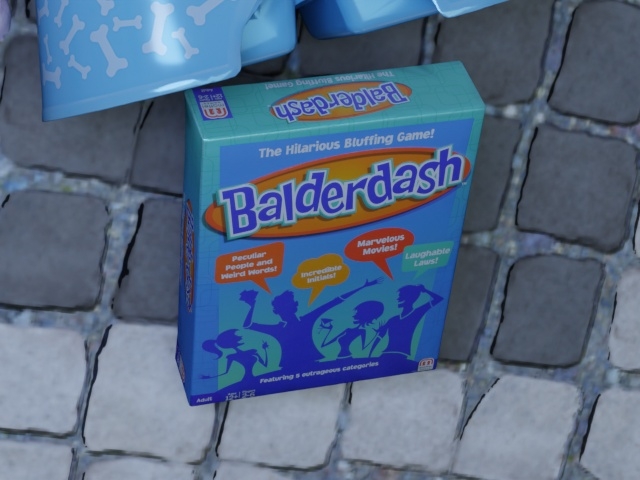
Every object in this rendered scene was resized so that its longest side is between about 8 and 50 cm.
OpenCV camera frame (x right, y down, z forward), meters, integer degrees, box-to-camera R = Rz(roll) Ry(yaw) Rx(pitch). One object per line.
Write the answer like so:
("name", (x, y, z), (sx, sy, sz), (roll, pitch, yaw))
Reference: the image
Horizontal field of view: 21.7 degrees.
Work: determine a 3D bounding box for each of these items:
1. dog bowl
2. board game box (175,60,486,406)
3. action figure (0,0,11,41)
("dog bowl", (-0.016, -0.137, 0.905), (0.297, 0.166, 0.074), (-16, 98, -11))
("board game box", (0.000, 0.000, 0.960), (0.160, 0.047, 0.210), (-8, 134, -14))
("action figure", (-0.389, -0.102, 0.812), (0.370, 0.248, 0.276), (-47, 140, 0))
